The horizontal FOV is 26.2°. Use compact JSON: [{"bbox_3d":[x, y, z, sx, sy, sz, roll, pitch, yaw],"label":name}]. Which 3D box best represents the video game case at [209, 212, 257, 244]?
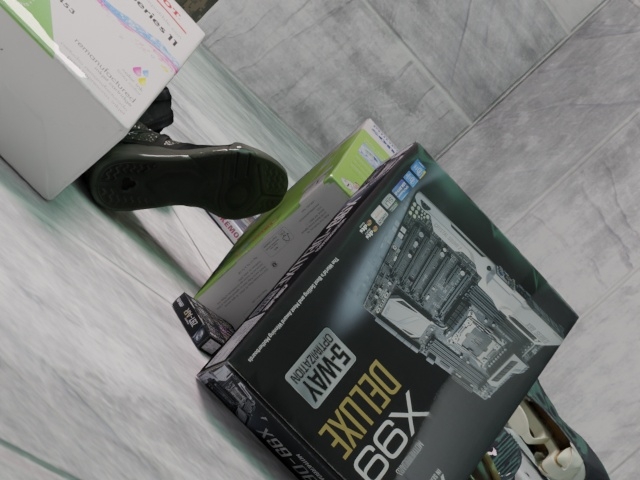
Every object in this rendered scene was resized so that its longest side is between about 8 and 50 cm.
[{"bbox_3d":[-0.104,-0.015,1.942,0.183,0.023,0.201,49,7,19],"label":"video game case"}]

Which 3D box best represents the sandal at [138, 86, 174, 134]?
[{"bbox_3d":[-0.251,-0.168,1.532,0.167,0.107,0.445,51,8,29],"label":"sandal"}]

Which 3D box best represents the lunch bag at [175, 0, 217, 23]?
[{"bbox_3d":[-0.296,-0.341,1.700,0.287,0.235,0.169,41,8,-43],"label":"lunch bag"}]

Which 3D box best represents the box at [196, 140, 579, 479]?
[{"bbox_3d":[0.071,0.098,1.273,0.242,0.307,0.076,47,-30,-9],"label":"box"}]

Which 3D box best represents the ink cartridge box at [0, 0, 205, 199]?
[{"bbox_3d":[-0.243,-0.210,1.350,0.207,0.119,0.353,46,25,-13],"label":"ink cartridge box"}]

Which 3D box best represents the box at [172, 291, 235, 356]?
[{"bbox_3d":[-0.102,0.093,1.337,0.083,0.018,0.067,40,10,-48],"label":"box"}]

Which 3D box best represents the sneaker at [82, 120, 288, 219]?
[{"bbox_3d":[-0.151,-0.082,1.467,0.227,0.087,0.130,-1,26,-27],"label":"sneaker"}]

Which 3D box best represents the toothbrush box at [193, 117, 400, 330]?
[{"bbox_3d":[0.000,0.000,1.506,0.122,0.206,0.283,46,18,-7],"label":"toothbrush box"}]

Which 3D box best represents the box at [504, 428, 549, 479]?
[{"bbox_3d":[0.166,0.261,1.626,0.181,0.119,0.182,50,7,19],"label":"box"}]

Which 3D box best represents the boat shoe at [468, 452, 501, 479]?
[{"bbox_3d":[0.091,0.193,1.358,0.073,0.073,0.207,-17,52,-41],"label":"boat shoe"}]

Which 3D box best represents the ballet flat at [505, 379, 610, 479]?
[{"bbox_3d":[0.270,0.241,1.643,0.203,0.074,0.074,55,8,7],"label":"ballet flat"}]

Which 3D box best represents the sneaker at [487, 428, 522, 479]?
[{"bbox_3d":[0.072,0.211,1.510,0.112,0.131,0.319,-24,46,-38],"label":"sneaker"}]
